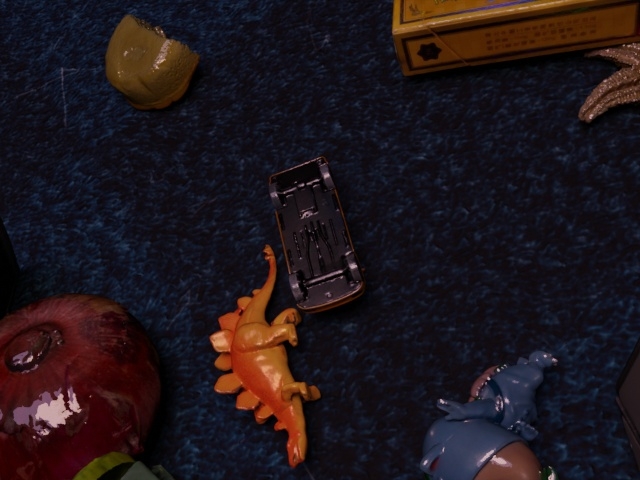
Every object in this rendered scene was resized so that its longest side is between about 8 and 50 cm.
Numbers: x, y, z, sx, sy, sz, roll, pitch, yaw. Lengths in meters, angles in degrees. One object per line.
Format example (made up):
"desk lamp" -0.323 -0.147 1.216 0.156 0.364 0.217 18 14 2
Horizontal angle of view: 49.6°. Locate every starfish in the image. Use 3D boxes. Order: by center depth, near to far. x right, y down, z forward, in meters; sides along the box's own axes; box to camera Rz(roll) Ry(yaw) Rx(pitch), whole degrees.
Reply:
"starfish" 0.424 -0.190 0.817 0.240 0.043 0.227 -35 59 1

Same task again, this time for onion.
"onion" -0.299 0.172 0.788 0.246 0.190 0.246 -7 47 8

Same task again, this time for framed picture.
"framed picture" -0.423 0.123 0.849 0.016 0.216 0.273 11 64 -11

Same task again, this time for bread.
"bread" -0.263 -0.264 1.047 0.156 0.086 0.125 40 92 32

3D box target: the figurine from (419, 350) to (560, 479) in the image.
"figurine" 0.187 0.195 0.678 0.144 0.114 0.178 29 68 25

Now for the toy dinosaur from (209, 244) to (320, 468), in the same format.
"toy dinosaur" -0.074 0.130 0.810 0.117 0.070 0.288 -22 56 6

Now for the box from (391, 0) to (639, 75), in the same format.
"box" 0.249 -0.327 0.899 0.301 0.084 0.193 -5 53 16

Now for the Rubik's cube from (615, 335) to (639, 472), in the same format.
"Rubik's cube" 0.401 0.177 0.532 0.259 0.255 0.260 -12 64 10

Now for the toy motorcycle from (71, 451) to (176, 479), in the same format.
"toy motorcycle" -0.221 0.390 0.667 0.191 0.200 0.326 33 68 26

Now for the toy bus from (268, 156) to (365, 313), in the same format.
"toy bus" 0.000 0.000 0.835 0.083 0.088 0.194 -19 59 8
